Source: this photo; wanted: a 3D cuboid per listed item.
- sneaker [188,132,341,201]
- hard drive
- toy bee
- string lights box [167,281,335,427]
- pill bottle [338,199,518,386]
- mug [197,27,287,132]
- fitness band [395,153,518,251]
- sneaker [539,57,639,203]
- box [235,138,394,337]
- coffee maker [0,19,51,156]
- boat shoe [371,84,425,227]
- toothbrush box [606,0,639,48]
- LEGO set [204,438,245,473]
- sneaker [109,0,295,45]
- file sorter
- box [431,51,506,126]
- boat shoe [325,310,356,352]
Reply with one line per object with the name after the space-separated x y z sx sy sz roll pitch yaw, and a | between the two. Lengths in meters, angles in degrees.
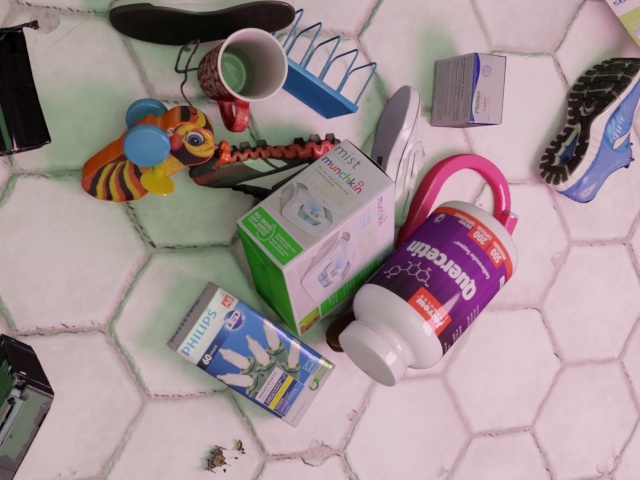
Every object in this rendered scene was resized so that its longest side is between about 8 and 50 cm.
-0.087 -0.105 1.486 0.276 0.097 0.135 -8 95 -23 | sneaker
-0.468 0.275 1.228 0.064 0.339 0.237 29 82 -22 | hard drive
-0.229 -0.144 1.357 0.162 0.298 0.195 33 50 -30 | toy bee
-0.118 0.198 1.510 0.259 0.077 0.133 36 82 -21 | string lights box
0.182 0.092 1.500 0.323 0.181 0.181 -45 109 -22 | pill bottle
-0.145 -0.260 1.411 0.113 0.169 0.150 36 81 -22 | mug
0.262 -0.023 1.665 0.209 0.054 0.291 29 82 -22 | fitness band
0.565 -0.221 1.754 0.147 0.130 0.330 36 82 -37 | sneaker
0.000 0.000 1.443 0.231 0.262 0.127 -37 65 -16 | box
-0.470 -0.214 1.278 0.120 0.171 0.178 -21 104 -37 | coffee maker
0.146 -0.150 1.594 0.084 0.095 0.258 11 101 -27 | boat shoe
0.703 -0.462 1.738 0.283 0.122 0.206 45 51 -18 | toothbrush box
-0.172 0.380 1.537 0.083 0.023 0.054 -6 99 -36 | LEGO set
-0.190 -0.425 1.407 0.295 0.124 0.178 -4 68 1 | sneaker
-0.008 -0.301 1.495 0.170 0.118 0.104 31 78 -22 | file sorter
0.270 -0.272 1.601 0.072 0.137 0.126 2 94 -24 | box
0.105 0.158 1.605 0.207 0.073 0.073 -21 144 -15 | boat shoe
